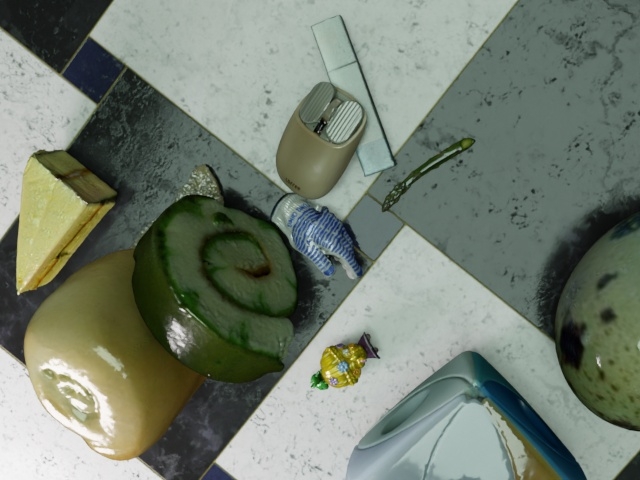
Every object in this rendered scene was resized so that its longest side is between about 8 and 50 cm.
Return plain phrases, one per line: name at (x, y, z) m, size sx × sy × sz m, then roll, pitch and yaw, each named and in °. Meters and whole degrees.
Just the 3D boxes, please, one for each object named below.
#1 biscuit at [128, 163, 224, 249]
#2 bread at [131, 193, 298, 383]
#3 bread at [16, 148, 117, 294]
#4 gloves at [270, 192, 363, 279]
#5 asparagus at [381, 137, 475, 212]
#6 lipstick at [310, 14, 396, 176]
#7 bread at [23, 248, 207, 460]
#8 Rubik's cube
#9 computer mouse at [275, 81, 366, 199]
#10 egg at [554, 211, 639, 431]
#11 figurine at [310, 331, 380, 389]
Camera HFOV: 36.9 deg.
biscuit at (-0.280, -0.028, 2.002) m, size 0.133 × 0.032 × 0.250 m, roll 42°, pitch 98°, yaw 0°
bread at (-0.177, 0.091, 1.829) m, size 0.129 × 0.366 × 0.382 m, roll -42°, pitch 75°, yaw 33°
bread at (-0.573, -0.042, 1.969) m, size 0.163 × 0.167 × 0.264 m, roll 41°, pitch 100°, yaw 3°
gloves at (-0.001, -0.004, 1.932) m, size 0.229 × 0.097 × 0.119 m, roll 44°, pitch 62°, yaw 4°
asparagus at (0.211, -0.138, 1.932) m, size 0.236 × 0.027 × 0.034 m, roll -37°, pitch 80°, yaw 9°
lipstick at (0.067, -0.287, 1.914) m, size 0.068 × 0.066 × 0.317 m, roll -19°, pitch 93°, yaw 10°
bread at (-0.362, 0.194, 1.865) m, size 0.253 × 0.376 × 0.348 m, roll -35°, pitch 97°, yaw 28°
Rubik's cube at (0.278, 0.454, 1.821) m, size 0.347 × 0.351 × 0.352 m, roll -42°, pitch 92°, yaw 10°
computer mouse at (-0.005, -0.191, 1.883) m, size 0.145 × 0.082 × 0.236 m, roll 40°, pitch 119°, yaw 16°
egg at (0.613, 0.138, 1.753) m, size 0.345 × 0.345 × 0.427 m, roll 15°, pitch 94°, yaw 5°
figurine at (0.040, 0.256, 1.951) m, size 0.156 × 0.115 × 0.094 m, roll -30°, pitch 81°, yaw 11°
